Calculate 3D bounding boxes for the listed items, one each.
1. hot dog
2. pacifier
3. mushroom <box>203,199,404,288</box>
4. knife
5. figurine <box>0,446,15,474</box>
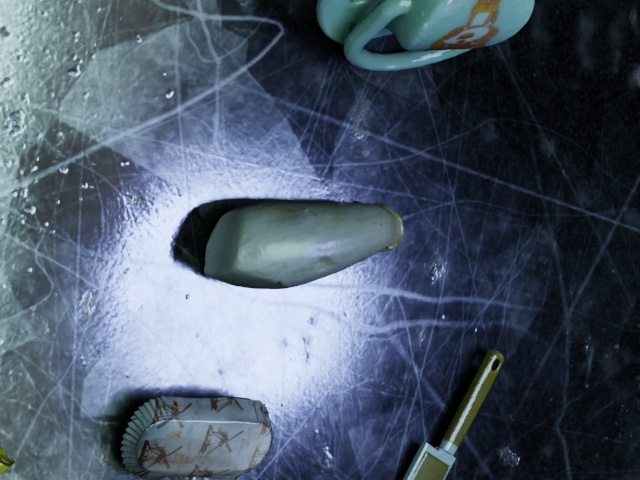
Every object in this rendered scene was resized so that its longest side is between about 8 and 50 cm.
[{"bbox_3d":[-0.139,0.227,1.461,0.191,0.059,0.108,7,103,-38],"label":"hot dog"},{"bbox_3d":[0.121,-0.347,1.521,0.343,0.288,0.269,-4,61,-38],"label":"pacifier"},{"bbox_3d":[0.000,0.000,1.501,0.270,0.118,0.103,-6,95,-32],"label":"mushroom"},{"bbox_3d":[0.149,0.290,1.675,0.061,0.027,0.343,36,77,-32],"label":"knife"},{"bbox_3d":[-0.384,0.281,1.292,0.129,0.109,0.178,5,94,-11],"label":"figurine"}]
